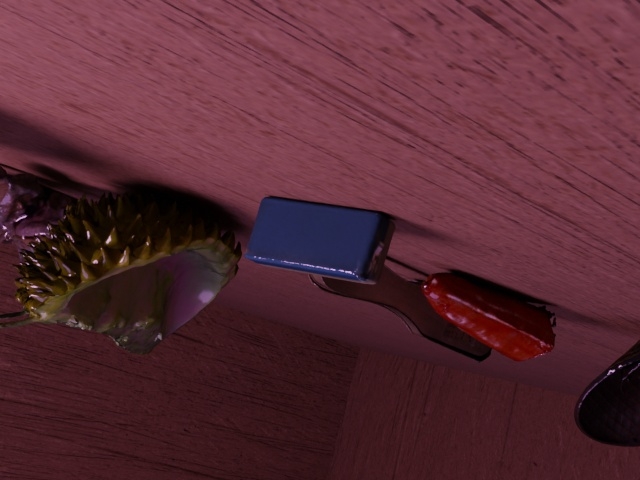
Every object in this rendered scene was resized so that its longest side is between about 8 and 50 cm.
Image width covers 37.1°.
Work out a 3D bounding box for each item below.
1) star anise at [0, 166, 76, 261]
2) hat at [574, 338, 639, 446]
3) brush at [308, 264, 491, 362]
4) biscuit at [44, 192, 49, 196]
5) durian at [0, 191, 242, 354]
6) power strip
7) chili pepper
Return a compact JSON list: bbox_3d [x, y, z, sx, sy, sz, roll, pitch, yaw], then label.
[{"bbox_3d":[-0.314,-0.012,1.062,0.212,0.073,0.197,17,147,47],"label":"star anise"},{"bbox_3d":[0.354,0.136,1.008,0.193,0.082,0.193,-4,138,-4],"label":"hat"},{"bbox_3d":[0.089,0.061,1.035,0.065,0.070,0.327,22,177,43],"label":"brush"},{"bbox_3d":[-0.444,-0.063,1.228,0.289,0.044,0.202,15,172,12],"label":"biscuit"},{"bbox_3d":[-0.180,0.040,0.979,0.158,0.169,0.352,14,172,12],"label":"durian"},{"bbox_3d":[0.000,0.000,0.770,0.123,0.056,0.032,9,169,35],"label":"power strip"},{"bbox_3d":[0.158,0.070,0.964,0.169,0.065,0.088,26,166,-38],"label":"chili pepper"}]
